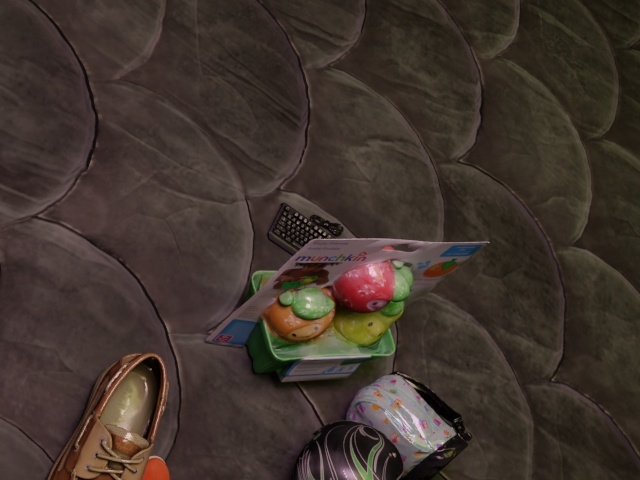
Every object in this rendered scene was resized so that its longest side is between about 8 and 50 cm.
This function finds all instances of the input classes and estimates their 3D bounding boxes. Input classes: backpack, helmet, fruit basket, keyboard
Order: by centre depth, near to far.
[{"bbox_3d":[0.040,0.372,1.845,0.169,0.169,0.161,40,36,-12],"label":"helmet"},{"bbox_3d":[0.040,0.094,1.858,0.327,0.353,0.165,2,66,-34],"label":"fruit basket"},{"bbox_3d":[0.133,0.302,1.956,0.182,0.152,0.115,49,40,11],"label":"backpack"},{"bbox_3d":[0.000,0.000,2.091,0.180,0.023,0.108,35,52,-16],"label":"keyboard"}]

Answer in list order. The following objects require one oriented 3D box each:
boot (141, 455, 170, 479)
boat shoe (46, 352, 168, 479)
[{"bbox_3d":[-0.233,0.373,1.710,0.059,0.084,0.158,16,56,-21],"label":"boot"},{"bbox_3d":[-0.294,0.293,1.681,0.122,0.120,0.324,24,55,-18],"label":"boat shoe"}]
